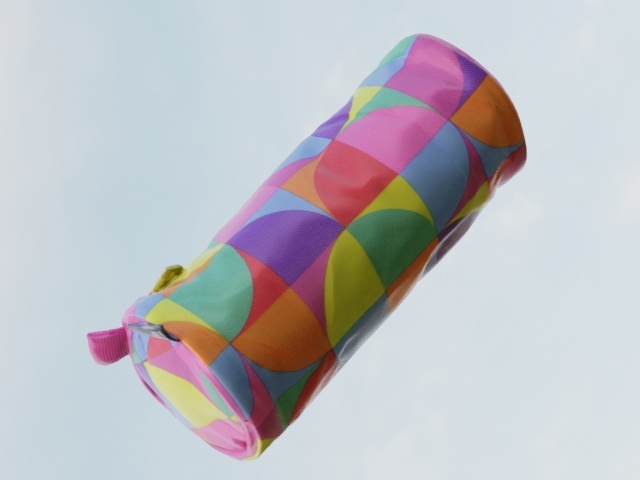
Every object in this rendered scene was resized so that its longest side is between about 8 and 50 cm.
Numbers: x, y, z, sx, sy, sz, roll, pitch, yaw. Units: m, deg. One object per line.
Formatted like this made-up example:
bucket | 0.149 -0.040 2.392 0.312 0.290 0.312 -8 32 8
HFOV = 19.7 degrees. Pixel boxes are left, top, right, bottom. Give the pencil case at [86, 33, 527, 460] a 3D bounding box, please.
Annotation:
pencil case | 0.000 0.000 0.919 0.236 0.104 0.104 -44 -41 -23
